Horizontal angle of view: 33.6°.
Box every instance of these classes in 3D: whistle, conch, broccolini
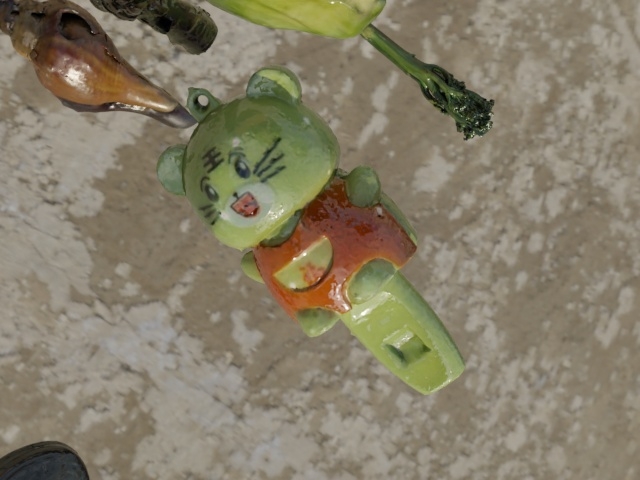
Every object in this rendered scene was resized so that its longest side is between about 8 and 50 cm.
[{"bbox_3d":[0.000,0.000,0.768,0.131,0.106,0.288,-37,98,23],"label":"whistle"},{"bbox_3d":[-0.231,-0.167,1.057,0.232,0.086,0.080,49,51,-36],"label":"conch"},{"bbox_3d":[0.096,-0.200,1.160,0.054,0.239,0.051,-48,180,34],"label":"broccolini"}]

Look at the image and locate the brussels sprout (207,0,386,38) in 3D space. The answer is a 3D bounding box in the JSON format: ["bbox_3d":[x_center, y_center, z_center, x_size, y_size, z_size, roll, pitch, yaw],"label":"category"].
[{"bbox_3d":[-0.022,-0.186,0.584,0.155,0.155,0.117,25,59,-41],"label":"brussels sprout"}]

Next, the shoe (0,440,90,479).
[{"bbox_3d":[-0.239,0.253,0.778,0.108,0.093,0.241,-7,110,-42],"label":"shoe"}]

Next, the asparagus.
[{"bbox_3d":[-0.117,-0.159,0.721,0.165,0.036,0.030,5,62,-67],"label":"asparagus"}]
